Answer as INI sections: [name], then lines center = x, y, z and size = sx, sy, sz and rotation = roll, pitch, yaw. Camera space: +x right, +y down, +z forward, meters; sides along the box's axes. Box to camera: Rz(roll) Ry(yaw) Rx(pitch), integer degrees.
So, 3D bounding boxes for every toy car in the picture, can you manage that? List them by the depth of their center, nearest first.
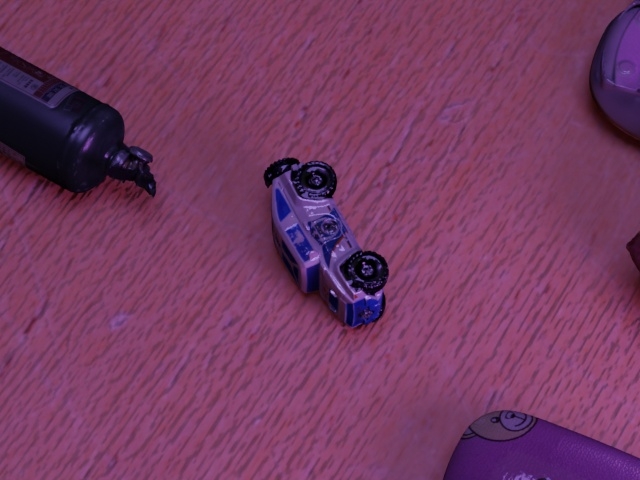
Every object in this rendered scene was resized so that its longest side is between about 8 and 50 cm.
[toy car]
center = 0.000, 0.000, 1.498
size = 0.070, 0.080, 0.170
rotation = -25, 66, -12

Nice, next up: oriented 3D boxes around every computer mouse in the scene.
[computer mouse]
center = 0.411, -0.138, 1.574
size = 0.310, 0.072, 0.158
rotation = 16, 60, 15

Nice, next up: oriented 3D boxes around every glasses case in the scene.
[glasses case]
center = 0.254, 0.244, 1.380
size = 0.316, 0.076, 0.123
rotation = 23, 64, 10

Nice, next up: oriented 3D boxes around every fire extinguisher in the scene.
[fire extinguisher]
center = -0.260, -0.113, 1.546
size = 0.294, 0.118, 0.093
rotation = 28, 101, 13

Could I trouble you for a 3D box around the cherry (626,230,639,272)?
[cherry]
center = 0.391, 0.018, 1.441
size = 0.250, 0.192, 0.175
rotation = 4, 25, 12
